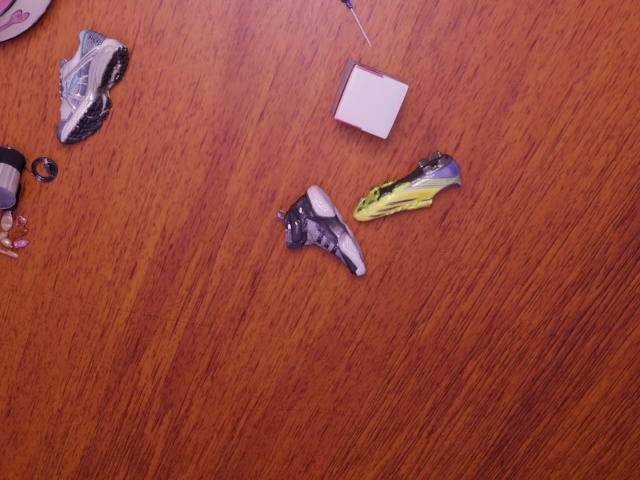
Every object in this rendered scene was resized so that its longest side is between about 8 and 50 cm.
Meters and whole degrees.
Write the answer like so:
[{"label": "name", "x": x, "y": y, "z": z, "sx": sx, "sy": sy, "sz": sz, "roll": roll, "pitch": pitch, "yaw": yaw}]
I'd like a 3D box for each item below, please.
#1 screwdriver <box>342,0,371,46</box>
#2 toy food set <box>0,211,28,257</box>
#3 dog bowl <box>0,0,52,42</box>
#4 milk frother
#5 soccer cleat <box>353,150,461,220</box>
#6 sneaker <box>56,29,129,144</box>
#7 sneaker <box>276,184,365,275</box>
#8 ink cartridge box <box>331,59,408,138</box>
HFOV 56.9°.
[{"label": "screwdriver", "x": 0.079, "y": -0.520, "z": 1.352, "sx": 0.025, "sy": 0.024, "sz": 0.169, "roll": -20, "pitch": 117, "yaw": 39}, {"label": "toy food set", "x": -0.806, "y": -0.019, "z": 1.557, "sx": 0.078, "sy": 0.019, "sz": 0.122, "roll": 22, "pitch": 103, "yaw": -10}, {"label": "dog bowl", "x": -0.745, "y": -0.601, "z": 1.169, "sx": 0.409, "sy": 0.150, "sz": 0.407, "roll": -1, "pitch": 106, "yaw": -2}, {"label": "milk frother", "x": -0.734, "y": -0.148, "z": 1.439, "sx": 0.143, "sy": 0.134, "sz": 0.129, "roll": -14, "pitch": 143, "yaw": 8}, {"label": "soccer cleat", "x": 0.220, "y": -0.110, "z": 1.489, "sx": 0.289, "sy": 0.093, "sz": 0.121, "roll": -30, "pitch": 117, "yaw": 12}, {"label": "sneaker", "x": -0.557, "y": -0.358, "z": 1.385, "sx": 0.122, "sy": 0.110, "sz": 0.283, "roll": 35, "pitch": 107, "yaw": 5}, {"label": "sneaker", "x": 0.000, "y": 0.000, "z": 1.532, "sx": 0.153, "sy": 0.101, "sz": 0.268, "roll": -30, "pitch": 104, "yaw": 12}, {"label": "ink cartridge box", "x": 0.107, "y": -0.327, "z": 1.350, "sx": 0.128, "sy": 0.176, "sz": 0.127, "roll": 19, "pitch": 109, "yaw": -9}]
